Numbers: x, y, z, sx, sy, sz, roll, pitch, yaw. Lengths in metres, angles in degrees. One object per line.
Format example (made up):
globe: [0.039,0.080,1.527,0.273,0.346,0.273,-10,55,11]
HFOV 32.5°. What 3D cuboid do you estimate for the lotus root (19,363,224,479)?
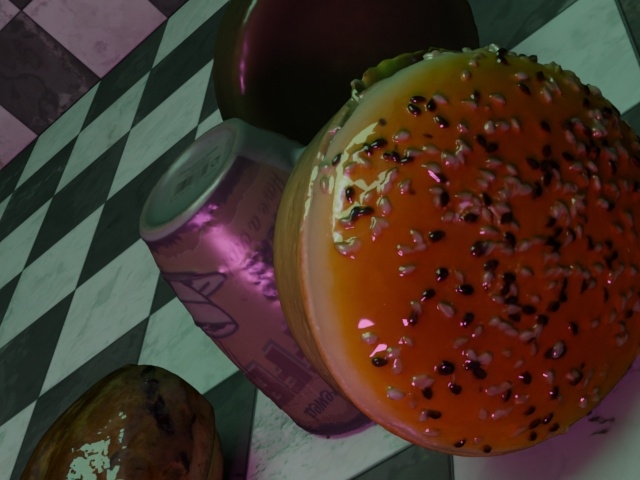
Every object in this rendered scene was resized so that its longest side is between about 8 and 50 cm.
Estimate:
lotus root: [-0.189,0.258,1.020,0.193,0.193,0.291,-15,42,50]

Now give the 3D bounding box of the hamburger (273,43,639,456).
hamburger: [0.109,0.002,0.771,0.300,0.300,0.176,-59,20,-21]

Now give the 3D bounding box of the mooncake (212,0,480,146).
mooncake: [0.022,-0.190,1.193,0.284,0.284,0.155,-49,26,-1]

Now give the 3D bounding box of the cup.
cup: [0.000,0.000,0.992,0.301,0.257,0.227,-36,30,22]
